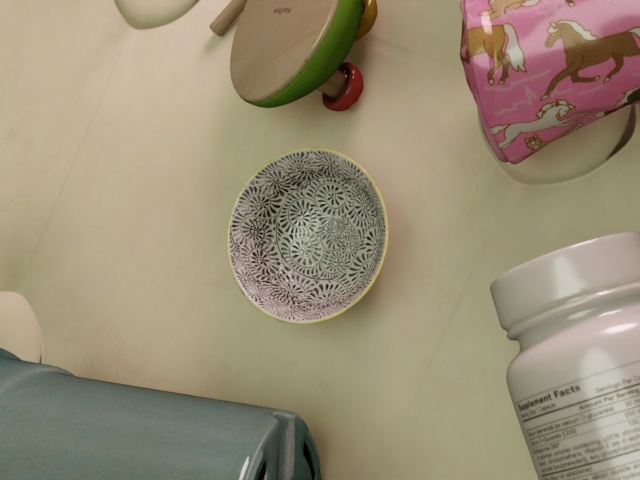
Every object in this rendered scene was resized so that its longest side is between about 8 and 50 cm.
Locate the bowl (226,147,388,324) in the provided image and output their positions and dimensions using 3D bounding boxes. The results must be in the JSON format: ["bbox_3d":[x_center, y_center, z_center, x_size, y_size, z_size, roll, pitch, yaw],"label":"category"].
[{"bbox_3d":[0.000,0.000,0.925,0.170,0.080,0.170,-4,81,24],"label":"bowl"}]

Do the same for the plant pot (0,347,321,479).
[{"bbox_3d":[-0.189,0.272,0.854,0.334,0.341,0.341,1,83,17],"label":"plant pot"}]

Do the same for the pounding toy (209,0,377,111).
[{"bbox_3d":[-0.004,-0.218,0.964,0.183,0.110,0.237,-53,36,21],"label":"pounding toy"}]

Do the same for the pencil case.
[{"bbox_3d":[0.307,-0.184,0.757,0.386,0.167,0.160,-16,114,21],"label":"pencil case"}]

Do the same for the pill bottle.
[{"bbox_3d":[0.243,0.147,0.747,0.160,0.160,0.283,-22,74,20],"label":"pill bottle"}]
